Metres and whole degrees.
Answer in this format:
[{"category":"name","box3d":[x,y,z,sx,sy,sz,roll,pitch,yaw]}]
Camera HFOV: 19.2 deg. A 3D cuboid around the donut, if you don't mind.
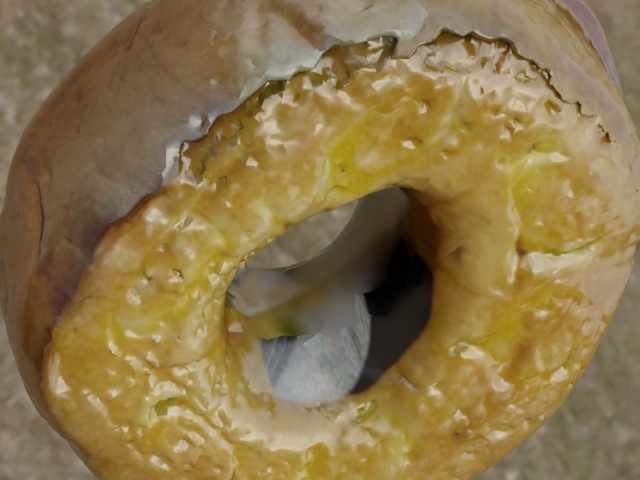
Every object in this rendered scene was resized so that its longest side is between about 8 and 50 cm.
[{"category":"donut","box3d":[0.000,0.000,0.891,0.299,0.317,0.150,5,28,-11]}]
